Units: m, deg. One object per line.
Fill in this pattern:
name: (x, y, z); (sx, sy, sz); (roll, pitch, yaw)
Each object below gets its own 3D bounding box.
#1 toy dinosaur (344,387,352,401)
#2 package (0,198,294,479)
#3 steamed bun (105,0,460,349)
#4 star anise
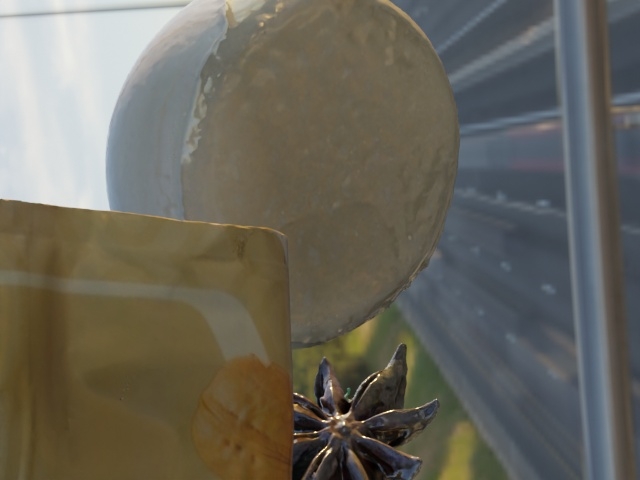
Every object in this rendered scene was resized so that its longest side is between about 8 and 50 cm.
toy dinosaur: (0.022, 0.214, 1.684); (0.021, 0.083, 0.062); (15, 137, 46)
package: (-0.134, 0.138, 0.574); (0.165, 0.221, 0.311); (38, -127, -70)
steamed bun: (-0.040, -0.061, 1.039); (0.177, 0.283, 0.283); (11, 108, 51)
star anise: (0.007, 0.169, 1.134); (0.061, 0.180, 0.204); (81, -165, -44)
